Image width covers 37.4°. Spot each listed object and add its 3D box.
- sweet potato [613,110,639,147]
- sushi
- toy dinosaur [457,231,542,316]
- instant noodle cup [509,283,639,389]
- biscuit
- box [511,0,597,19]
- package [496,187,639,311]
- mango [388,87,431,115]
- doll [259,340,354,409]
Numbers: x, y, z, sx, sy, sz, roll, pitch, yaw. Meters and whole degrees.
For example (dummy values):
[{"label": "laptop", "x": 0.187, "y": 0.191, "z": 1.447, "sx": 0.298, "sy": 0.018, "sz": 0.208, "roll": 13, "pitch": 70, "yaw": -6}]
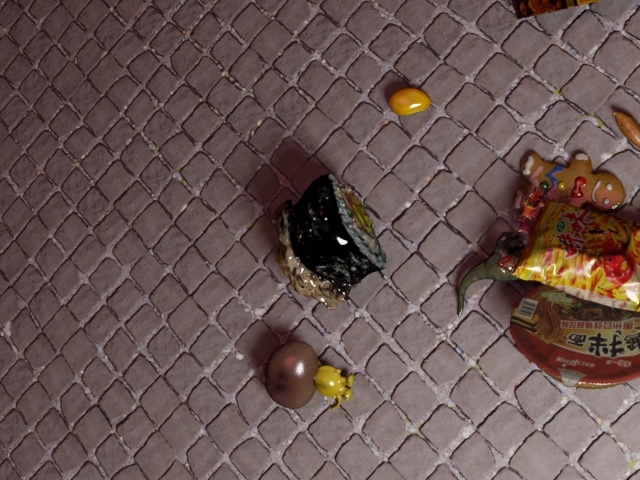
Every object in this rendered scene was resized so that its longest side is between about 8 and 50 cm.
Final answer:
[{"label": "sweet potato", "x": 0.581, "y": -0.206, "z": 1.767, "sx": 0.034, "sy": 0.034, "sz": 0.095, "roll": -35, "pitch": 74, "yaw": 13}, {"label": "sushi", "x": -0.005, "y": 0.003, "z": 1.891, "sx": 0.219, "sy": 0.225, "sz": 0.238, "roll": -27, "pitch": 33, "yaw": 26}, {"label": "toy dinosaur", "x": 0.352, "y": 0.082, "z": 1.764, "sx": 0.187, "sy": 0.087, "sz": 0.178, "roll": 22, "pitch": 85, "yaw": 30}, {"label": "instant noodle cup", "x": 0.466, "y": 0.179, "z": 1.647, "sx": 0.274, "sy": 0.090, "sz": 0.274, "roll": -5, "pitch": 39, "yaw": 4}, {"label": "biscuit", "x": 0.473, "y": -0.101, "z": 1.791, "sx": 0.205, "sy": 0.031, "sz": 0.138, "roll": 13, "pitch": 81, "yaw": 27}, {"label": "box", "x": 0.534, "y": -0.591, "z": 1.763, "sx": 0.416, "sy": 0.264, "sz": 0.115, "roll": -9, "pitch": 37, "yaw": 24}, {"label": "package", "x": 0.475, "y": 0.029, "z": 1.663, "sx": 0.288, "sy": 0.108, "sz": 0.223, "roll": 16, "pitch": 42, "yaw": 20}, {"label": "mango", "x": 0.187, "y": -0.289, "z": 1.975, "sx": 0.089, "sy": 0.046, "sz": 0.060, "roll": 5, "pitch": 80, "yaw": 14}, {"label": "doll", "x": -0.030, "y": 0.282, "z": 1.897, "sx": 0.188, "sy": 0.096, "sz": 0.145, "roll": 30, "pitch": 117, "yaw": 2}]
